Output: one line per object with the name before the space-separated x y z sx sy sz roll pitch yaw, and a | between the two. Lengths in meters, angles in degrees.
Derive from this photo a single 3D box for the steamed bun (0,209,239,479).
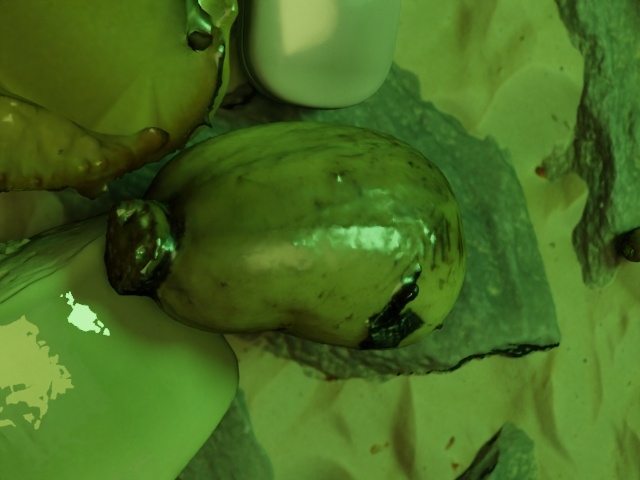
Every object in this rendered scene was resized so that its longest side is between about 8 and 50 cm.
steamed bun | -0.179 0.106 0.519 0.250 0.155 0.200 -32 107 -12

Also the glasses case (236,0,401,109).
glasses case | 0.003 -0.242 0.578 0.113 0.075 0.296 1 98 -21

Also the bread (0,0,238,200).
bread | -0.159 -0.130 0.492 0.262 0.162 0.204 -1 103 22

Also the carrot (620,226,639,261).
carrot | 0.314 -0.005 0.753 0.093 0.032 0.032 -21 105 -21

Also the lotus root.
lotus root | 0.000 0.000 0.510 0.257 0.154 0.140 -1 131 -37
